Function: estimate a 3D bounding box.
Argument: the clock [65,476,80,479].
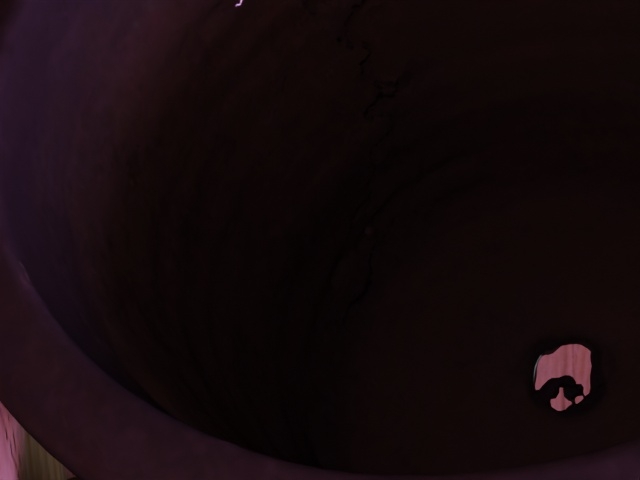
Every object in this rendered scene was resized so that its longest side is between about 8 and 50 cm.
[{"bbox_3d":[-0.021,0.169,0.506,0.308,0.096,0.235,-97,-179,-53],"label":"clock"}]

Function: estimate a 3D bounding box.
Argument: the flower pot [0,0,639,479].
[{"bbox_3d":[0.048,-0.004,0.423,0.148,0.235,0.235,68,14,-53],"label":"flower pot"}]
